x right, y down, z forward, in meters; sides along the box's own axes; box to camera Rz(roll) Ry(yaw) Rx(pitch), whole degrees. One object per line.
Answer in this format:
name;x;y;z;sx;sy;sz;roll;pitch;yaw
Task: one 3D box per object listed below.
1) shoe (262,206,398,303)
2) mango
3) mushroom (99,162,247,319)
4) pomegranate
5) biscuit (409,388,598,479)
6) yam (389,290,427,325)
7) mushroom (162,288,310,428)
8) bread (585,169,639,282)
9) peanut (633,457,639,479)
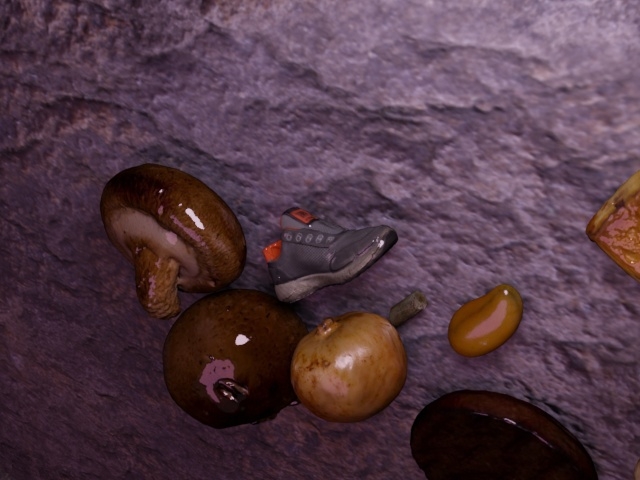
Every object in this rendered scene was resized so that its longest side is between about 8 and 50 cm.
shoe;0.000;0.000;1.359;0.336;0.132;0.171;-26;98;46
mango;0.310;0.149;1.294;0.102;0.085;0.184;41;126;4
mushroom;-0.320;-0.021;1.494;0.345;0.239;0.345;4;122;6
pomegranate;0.058;0.256;1.435;0.248;0.248;0.248;18;132;21
biscuit;0.391;0.476;1.498;0.408;0.091;0.407;19;135;20
yam;0.174;0.137;1.400;0.043;0.043;0.094;44;137;-5
mushroom;-0.164;0.270;1.615;0.331;0.356;0.334;-27;83;26
bread;0.538;-0.012;1.008;0.235;0.099;0.210;41;134;6
peanut;0.642;0.423;1.262;0.129;0.129;0.224;17;125;22
